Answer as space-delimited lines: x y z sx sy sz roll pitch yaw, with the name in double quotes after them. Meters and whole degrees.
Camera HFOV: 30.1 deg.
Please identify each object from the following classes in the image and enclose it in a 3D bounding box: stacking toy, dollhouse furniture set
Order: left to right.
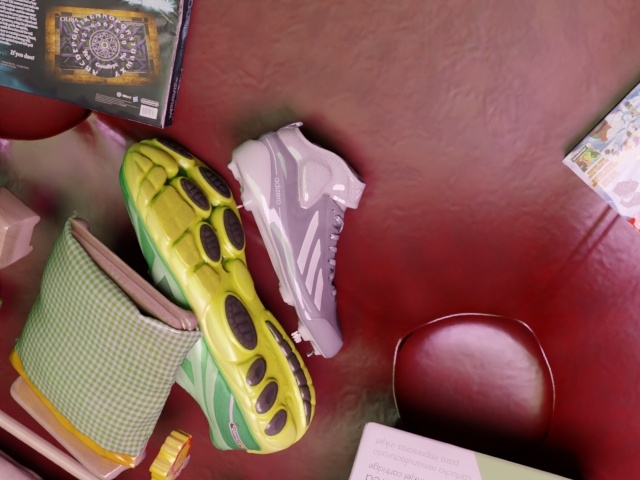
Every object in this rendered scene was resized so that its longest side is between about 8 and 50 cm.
-0.276 0.075 1.004 0.301 0.151 0.197 38 128 18 "dollhouse furniture set"
-0.081 0.280 1.090 0.167 0.052 0.221 26 136 11 "stacking toy"

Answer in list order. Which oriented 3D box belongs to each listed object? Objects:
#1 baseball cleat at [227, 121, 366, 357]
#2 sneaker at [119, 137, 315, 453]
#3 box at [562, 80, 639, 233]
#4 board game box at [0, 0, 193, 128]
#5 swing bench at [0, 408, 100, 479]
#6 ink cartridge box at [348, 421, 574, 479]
0.000 0.000 1.012 0.109 0.072 0.205 -23 110 0 "baseball cleat"
-0.114 0.053 1.030 0.123 0.109 0.295 -26 85 36 "sneaker"
0.273 -0.081 0.938 0.094 0.027 0.137 44 111 3 "box"
-0.209 -0.182 1.046 0.186 0.026 0.126 16 107 11 "board game box"
-0.342 0.283 1.120 0.253 0.165 0.254 34 134 4 "swing bench"
0.086 0.350 0.957 0.207 0.119 0.353 14 73 12 "ink cartridge box"
